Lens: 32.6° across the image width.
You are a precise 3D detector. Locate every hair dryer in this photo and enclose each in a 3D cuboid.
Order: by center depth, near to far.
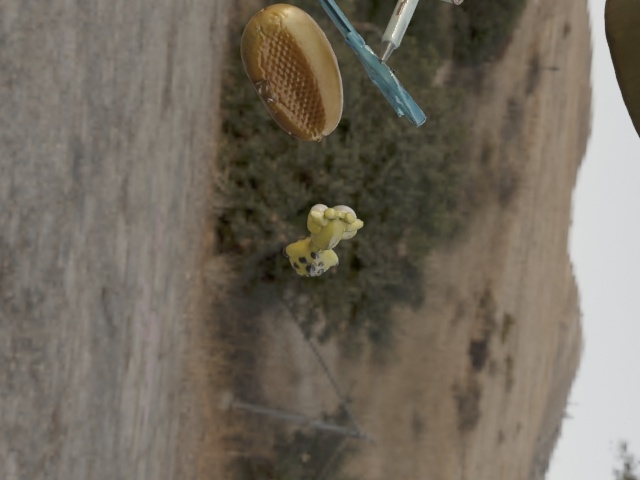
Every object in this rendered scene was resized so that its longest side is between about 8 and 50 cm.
[{"bbox_3d":[0.102,-0.329,1.582,0.183,0.155,0.044,-55,149,-18],"label":"hair dryer"}]

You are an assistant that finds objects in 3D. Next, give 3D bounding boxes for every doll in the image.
[{"bbox_3d":[0.000,-0.001,2.179,0.291,0.117,0.086,121,-27,-63],"label":"doll"}]

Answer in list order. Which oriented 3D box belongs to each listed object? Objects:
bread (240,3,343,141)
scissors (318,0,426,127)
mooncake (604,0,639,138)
[{"bbox_3d":[-0.033,-0.216,1.393,0.077,0.114,0.189,-93,161,-56],"label":"bread"},{"bbox_3d":[0.072,-0.369,2.076,0.393,0.032,0.180,52,-1,-15],"label":"scissors"},{"bbox_3d":[0.525,-0.252,1.566,0.284,0.156,0.284,37,44,-47],"label":"mooncake"}]
